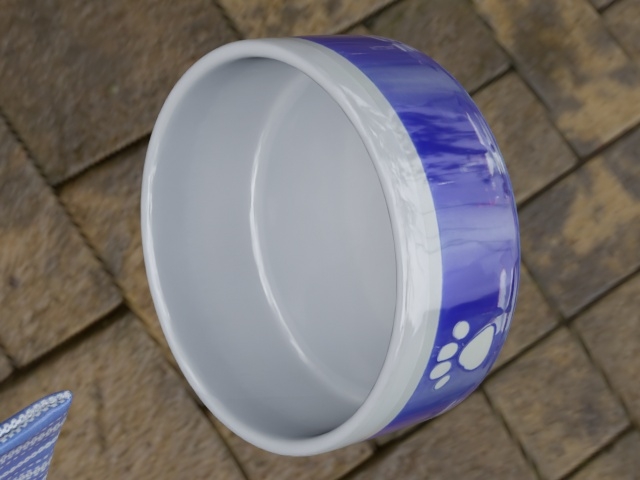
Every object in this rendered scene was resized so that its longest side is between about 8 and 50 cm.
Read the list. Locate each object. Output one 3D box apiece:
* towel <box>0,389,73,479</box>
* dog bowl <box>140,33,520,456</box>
[{"bbox_3d":[-0.297,0.255,1.259,0.040,0.336,0.243,45,57,13],"label":"towel"},{"bbox_3d":[0.000,0.000,1.087,0.104,0.265,0.265,-10,76,-40],"label":"dog bowl"}]
